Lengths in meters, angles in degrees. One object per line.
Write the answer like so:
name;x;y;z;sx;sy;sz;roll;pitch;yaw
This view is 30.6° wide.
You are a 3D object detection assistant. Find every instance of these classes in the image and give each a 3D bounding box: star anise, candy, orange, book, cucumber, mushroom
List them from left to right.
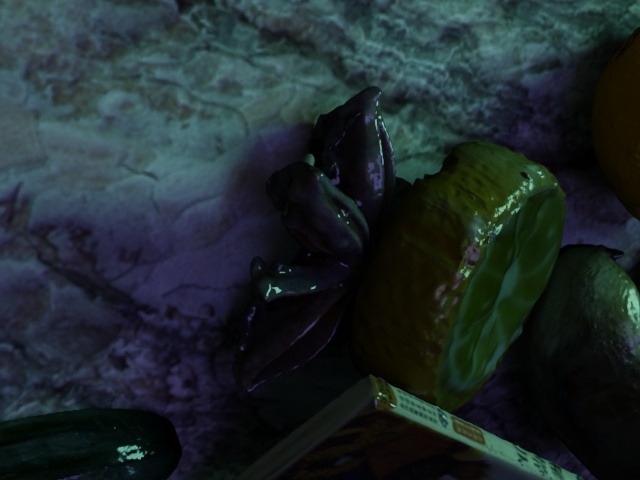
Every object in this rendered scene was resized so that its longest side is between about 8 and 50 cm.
cucumber;-0.227;0.204;0.992;0.243;0.063;0.115;-14;114;-28
star anise;0.001;-0.004;1.026;0.198;0.110;0.258;-32;140;-46
book;0.092;0.288;1.132;0.428;0.039;0.300;29;121;-35
candy;0.125;0.034;1.063;0.260;0.118;0.260;-41;145;-37
mushroom;0.329;0.166;1.173;0.344;0.247;0.130;48;63;-19
orange;0.390;-0.115;1.144;0.246;0.246;0.246;-10;111;-28
